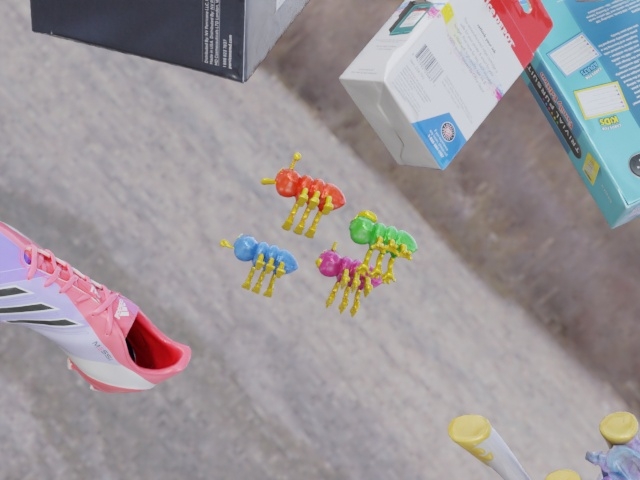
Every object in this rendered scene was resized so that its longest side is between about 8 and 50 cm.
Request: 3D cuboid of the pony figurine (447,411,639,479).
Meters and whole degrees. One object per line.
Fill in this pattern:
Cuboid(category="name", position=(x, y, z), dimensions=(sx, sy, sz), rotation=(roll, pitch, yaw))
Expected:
Cuboid(category="pony figurine", position=(0.345, 0.357, 1.818), dimensions=(0.363, 0.351, 0.303), rotation=(67, 25, -46))

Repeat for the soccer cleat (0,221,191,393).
Cuboid(category="soccer cleat", position=(-0.206, 0.050, 1.188), dimensions=(0.248, 0.095, 0.083), rotation=(47, 39, -43))

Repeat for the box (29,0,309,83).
Cuboid(category="box", position=(-0.175, -0.371, 1.839), dimensions=(0.294, 0.183, 0.296), rotation=(14, 39, 14))

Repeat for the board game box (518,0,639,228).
Cuboid(category="board game box", position=(0.409, -0.215, 1.881), dimensions=(0.336, 0.254, 0.079), rotation=(63, -14, 16))

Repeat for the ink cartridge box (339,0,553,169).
Cuboid(category="ink cartridge box", position=(0.142, -0.205, 1.576), dimensions=(0.078, 0.231, 0.134), rotation=(10, -36, 51))

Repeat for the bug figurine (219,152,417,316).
Cuboid(category="bug figurine", position=(0.000, 0.000, 1.830), dimensions=(0.216, 0.279, 0.072), rotation=(23, 60, -9))
